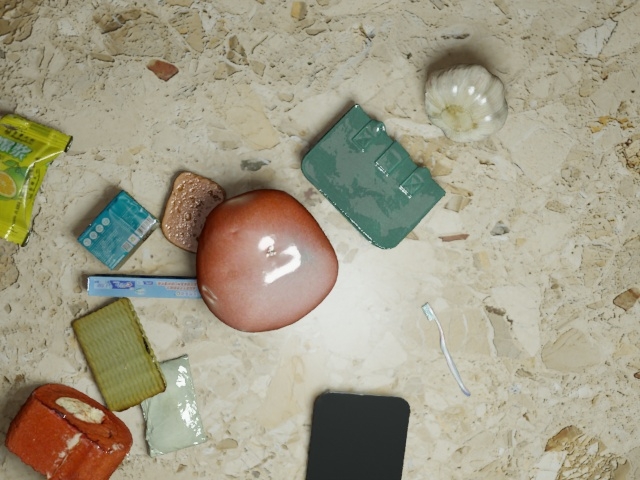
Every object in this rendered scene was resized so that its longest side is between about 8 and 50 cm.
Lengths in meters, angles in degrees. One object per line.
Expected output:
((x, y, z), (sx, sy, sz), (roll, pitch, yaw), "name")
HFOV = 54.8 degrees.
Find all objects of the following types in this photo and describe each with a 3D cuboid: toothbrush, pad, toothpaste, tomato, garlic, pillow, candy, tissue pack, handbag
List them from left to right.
((-0.738, -0.150, 1.489), (0.187, 0.081, 0.297), (23, 89, -3), "candy")
((-0.490, -0.024, 1.509), (0.120, 0.082, 0.169), (42, 87, -3), "tissue pack")
((-0.426, 0.112, 1.523), (0.272, 0.066, 0.053), (2, 90, -5), "toothpaste")
((-0.377, 0.413, 1.539), (0.148, 0.050, 0.229), (-13, 91, -9), "pillow")
((-0.130, 0.052, 1.434), (0.342, 0.273, 0.341), (0, 91, -20), "tomato")
((0.056, 0.554, 1.588), (0.315, 0.063, 0.375), (6, 100, -5), "pad")
((0.127, -0.155, 1.557), (0.238, 0.089, 0.326), (-45, 92, -3), "handbag")
((0.329, 0.286, 1.608), (0.027, 0.021, 0.269), (-25, 92, 9), "toothbrush")
((0.374, -0.371, 1.544), (0.219, 0.218, 0.212), (36, 59, -4), "garlic")

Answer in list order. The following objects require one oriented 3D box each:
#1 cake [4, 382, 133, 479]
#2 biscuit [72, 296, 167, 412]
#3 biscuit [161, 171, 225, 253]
((-0.586, 0.467, 1.460), (0.283, 0.177, 0.150), (34, 88, 1), "cake")
((-0.489, 0.282, 1.513), (0.172, 0.029, 0.254), (-25, 86, 11), "biscuit")
((-0.296, -0.061, 1.548), (0.186, 0.036, 0.192), (17, 89, -7), "biscuit")
